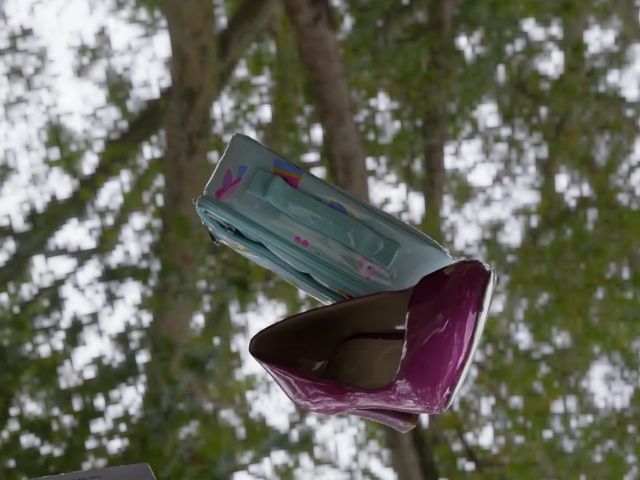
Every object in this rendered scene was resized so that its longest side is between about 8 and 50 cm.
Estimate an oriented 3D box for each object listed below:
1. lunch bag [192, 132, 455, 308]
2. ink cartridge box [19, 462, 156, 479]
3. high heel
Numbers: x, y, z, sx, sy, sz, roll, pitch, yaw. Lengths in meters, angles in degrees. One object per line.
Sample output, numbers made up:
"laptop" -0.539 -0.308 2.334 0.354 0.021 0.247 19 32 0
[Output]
"lunch bag" 0.000 0.000 1.632 0.279 0.108 0.224 28 176 4
"ink cartridge box" -0.225 0.387 1.500 0.197 0.198 0.270 -4 -136 -33
"high heel" 0.039 0.088 1.451 0.181 0.377 0.127 22 -118 -3
